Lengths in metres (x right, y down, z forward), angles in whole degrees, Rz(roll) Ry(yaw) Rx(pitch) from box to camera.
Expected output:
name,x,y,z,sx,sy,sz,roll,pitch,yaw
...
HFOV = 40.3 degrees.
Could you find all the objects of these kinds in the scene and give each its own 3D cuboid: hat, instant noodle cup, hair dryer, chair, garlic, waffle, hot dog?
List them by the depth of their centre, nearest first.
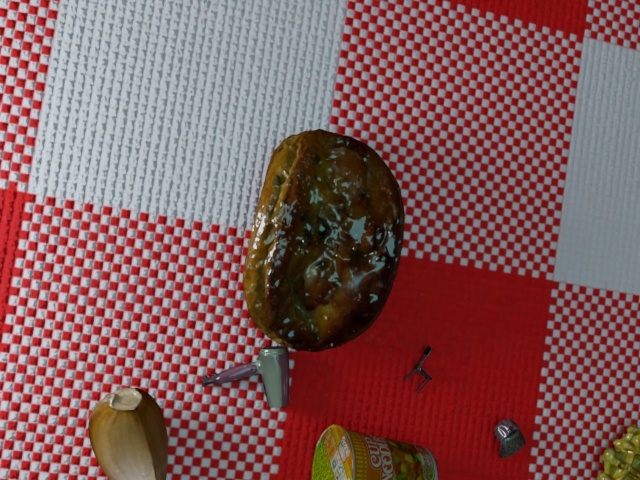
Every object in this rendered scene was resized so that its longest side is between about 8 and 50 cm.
name,x,y,z,sx,sy,sz,roll,pitch,yaw
garlic,-0.303,0.336,1.439,0.115,0.128,0.207,-28,103,-59
hot dog,0.000,0.000,1.501,0.267,0.174,0.387,13,84,-18
hair dryer,-0.131,0.241,1.529,0.154,0.054,0.106,-1,93,-7
instant noodle cup,0.100,0.415,1.538,0.185,0.168,0.168,11,85,-23
chair,0.193,0.241,1.622,0.042,0.037,0.086,37,83,0
hat,0.357,0.377,1.671,0.058,0.042,0.087,-26,130,-8
waffle,0.679,0.507,1.747,0.283,0.065,0.309,-15,96,-14
